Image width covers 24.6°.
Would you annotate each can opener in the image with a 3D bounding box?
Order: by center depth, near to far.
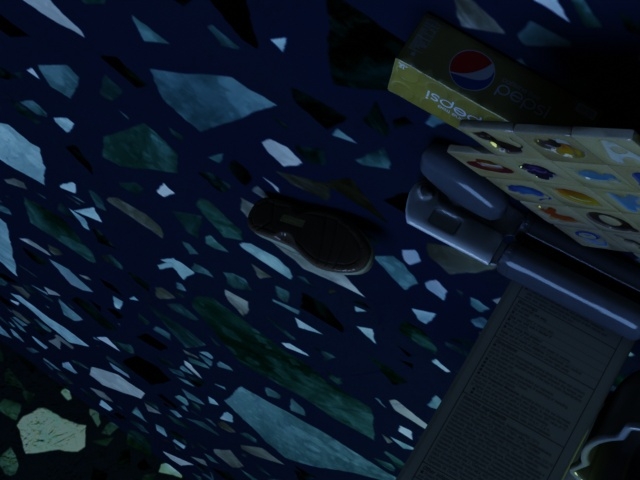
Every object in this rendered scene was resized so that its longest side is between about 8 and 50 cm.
[{"bbox_3d":[0.210,0.005,1.465,0.280,0.074,0.093,30,158,8],"label":"can opener"}]

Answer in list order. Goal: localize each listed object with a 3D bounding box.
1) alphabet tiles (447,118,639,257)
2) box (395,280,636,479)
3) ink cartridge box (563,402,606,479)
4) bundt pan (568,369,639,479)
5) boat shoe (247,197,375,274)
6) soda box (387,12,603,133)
[{"bbox_3d":[0.282,-0.025,1.261,0.285,0.011,0.342,9,165,46],"label":"alphabet tiles"},{"bbox_3d":[0.204,0.171,1.499,0.148,0.311,0.121,30,157,11],"label":"box"},{"bbox_3d":[0.272,0.413,1.735,0.279,0.385,0.160,58,154,-13],"label":"ink cartridge box"},{"bbox_3d":[0.428,0.222,1.493,0.331,0.124,0.331,14,148,9],"label":"bundt pan"},{"bbox_3d":[0.000,0.000,1.768,0.190,0.068,0.072,28,171,39],"label":"boat shoe"},{"bbox_3d":[0.153,-0.124,1.303,0.181,0.058,0.061,31,158,7],"label":"soda box"}]
